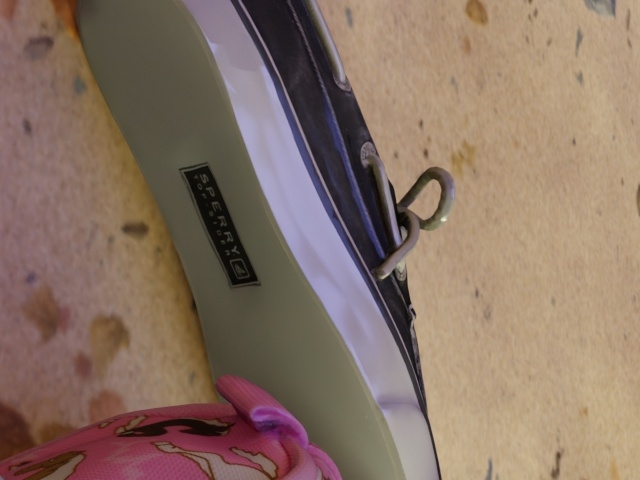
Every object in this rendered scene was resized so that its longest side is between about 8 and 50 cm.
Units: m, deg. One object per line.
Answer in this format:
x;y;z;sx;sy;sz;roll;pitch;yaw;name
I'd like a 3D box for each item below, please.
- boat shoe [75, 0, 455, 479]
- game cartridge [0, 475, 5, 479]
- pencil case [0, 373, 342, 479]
-0.003;0.000;0.814;0.105;0.113;0.306;-35;105;-38;boat shoe
-0.141;0.106;0.379;0.294;0.060;0.196;54;45;-35;game cartridge
-0.038;0.252;0.680;0.167;0.160;0.386;-27;107;-54;pencil case
